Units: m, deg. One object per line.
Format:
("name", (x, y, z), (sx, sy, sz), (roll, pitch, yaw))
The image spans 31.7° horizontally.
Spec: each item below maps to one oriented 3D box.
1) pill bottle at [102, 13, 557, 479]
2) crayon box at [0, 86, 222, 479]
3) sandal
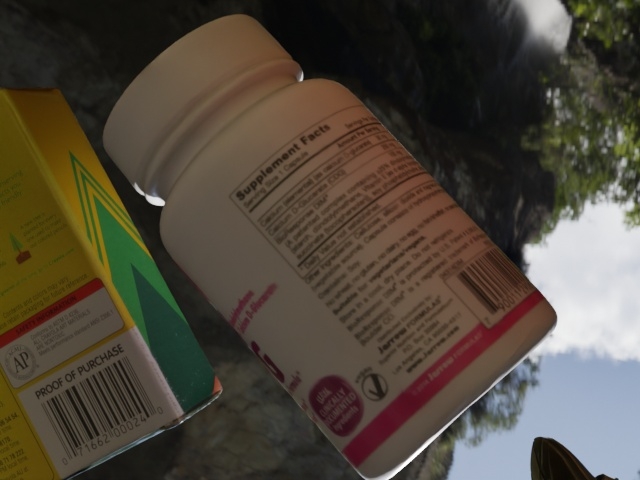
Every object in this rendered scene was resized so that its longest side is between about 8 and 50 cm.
("pill bottle", (0.000, 0.000, 0.725), (0.160, 0.160, 0.283), (-41, -101, -6))
("crayon box", (-0.239, 0.026, 0.851), (0.202, 0.081, 0.318), (-29, -92, 19))
("sandal", (0.265, 0.249, 1.043), (0.060, 0.219, 0.090), (-1, -80, -25))
